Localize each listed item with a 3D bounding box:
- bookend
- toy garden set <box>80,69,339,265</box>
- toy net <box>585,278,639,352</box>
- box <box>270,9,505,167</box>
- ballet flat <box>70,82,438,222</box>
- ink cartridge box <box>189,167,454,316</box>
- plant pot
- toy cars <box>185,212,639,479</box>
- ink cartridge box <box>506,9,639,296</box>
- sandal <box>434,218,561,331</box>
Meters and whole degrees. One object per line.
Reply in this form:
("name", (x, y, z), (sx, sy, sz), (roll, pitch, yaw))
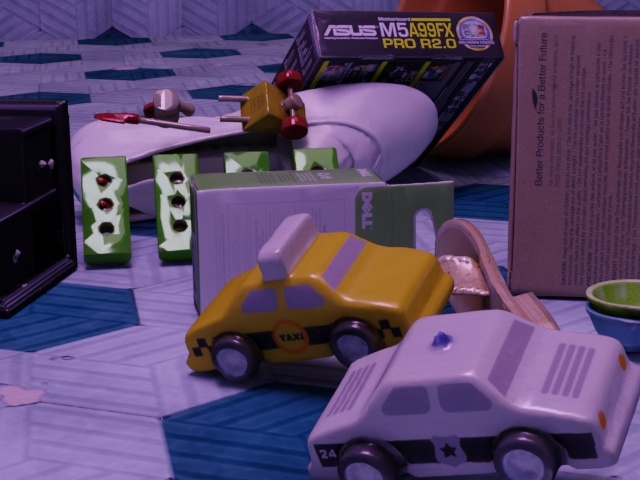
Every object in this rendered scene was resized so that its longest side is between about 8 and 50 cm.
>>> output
("bookend", (-0.271, -0.033, 1.177), (0.072, 0.157, 0.156), (2, 14, 11))
("toy garden set", (-0.107, -0.067, 1.339), (0.244, 0.203, 0.049), (-2, -30, -9))
("toy net", (0.259, 0.078, 0.942), (0.122, 0.045, 0.232), (-11, 18, -37))
("box", (0.055, -0.164, 1.569), (0.216, 0.060, 0.270), (-2, -23, -19))
("ballet flat", (-0.066, -0.074, 1.445), (0.400, 0.139, 0.139), (-6, 15, -5))
("ink cartridge box", (0.000, 0.000, 1.133), (0.209, 0.109, 0.062), (-3, 15, -9))
("plant pot", (0.237, -0.232, 1.758), (0.204, 0.290, 0.291), (11, 9, -25))
("toy cars", (0.032, 0.055, 0.864), (0.176, 0.087, 0.394), (-29, 24, -17))
("ink cartridge box", (0.256, -0.072, 1.152), (0.193, 0.234, 0.088), (3, 14, 11))
("sandal", (0.092, 0.050, 0.991), (0.079, 0.088, 0.240), (-11, 23, -13))
